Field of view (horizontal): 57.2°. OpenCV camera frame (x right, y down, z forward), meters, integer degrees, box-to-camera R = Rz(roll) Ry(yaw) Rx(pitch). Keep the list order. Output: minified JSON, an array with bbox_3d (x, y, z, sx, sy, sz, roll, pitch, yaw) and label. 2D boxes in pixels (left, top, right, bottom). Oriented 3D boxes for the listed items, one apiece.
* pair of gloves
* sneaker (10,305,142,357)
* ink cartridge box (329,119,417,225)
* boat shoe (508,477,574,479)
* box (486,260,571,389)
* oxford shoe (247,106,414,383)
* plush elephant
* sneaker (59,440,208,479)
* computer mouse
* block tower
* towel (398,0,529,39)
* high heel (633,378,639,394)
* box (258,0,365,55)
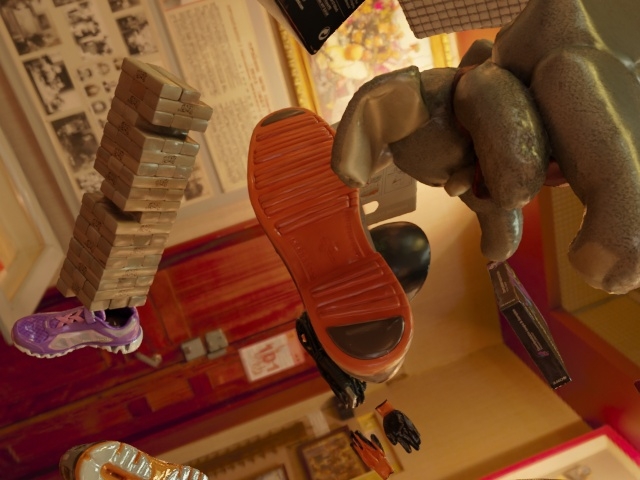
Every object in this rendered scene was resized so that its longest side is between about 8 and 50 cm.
[{"bbox_3d":[0.081,0.253,0.745,0.074,0.083,0.010,46,8,10],"label":"pair of gloves"},{"bbox_3d":[-0.447,0.155,1.103,0.105,0.236,0.095,-57,-139,42],"label":"sneaker"},{"bbox_3d":[0.116,-0.157,1.354,0.091,0.308,0.385,41,44,-38],"label":"ink cartridge box"},{"bbox_3d":[0.335,0.315,0.649,0.095,0.254,0.079,19,71,-54],"label":"boat shoe"},{"bbox_3d":[0.255,0.095,0.731,0.116,0.029,0.162,55,19,-9],"label":"box"},{"bbox_3d":[0.000,0.000,0.698,0.133,0.129,0.364,77,-5,-62],"label":"oxford shoe"},{"bbox_3d":[0.164,-0.094,0.514,0.330,0.271,0.255,58,-35,7],"label":"plush elephant"},{"bbox_3d":[-0.199,0.282,0.664,0.215,0.083,0.084,52,47,-34],"label":"sneaker"},{"bbox_3d":[0.052,0.087,0.838,0.072,0.272,0.188,15,26,-42],"label":"computer mouse"},{"bbox_3d":[-0.251,-0.059,0.787,0.097,0.090,0.336,37,-68,30],"label":"block tower"},{"bbox_3d":[0.248,-0.458,0.937,0.235,0.283,0.121,46,54,-44],"label":"towel"},{"bbox_3d":[0.645,0.211,0.966,0.117,0.244,0.082,47,-10,47],"label":"high heel"},{"bbox_3d":[-0.036,-0.306,0.444,0.261,0.184,0.103,48,5,16],"label":"box"}]
